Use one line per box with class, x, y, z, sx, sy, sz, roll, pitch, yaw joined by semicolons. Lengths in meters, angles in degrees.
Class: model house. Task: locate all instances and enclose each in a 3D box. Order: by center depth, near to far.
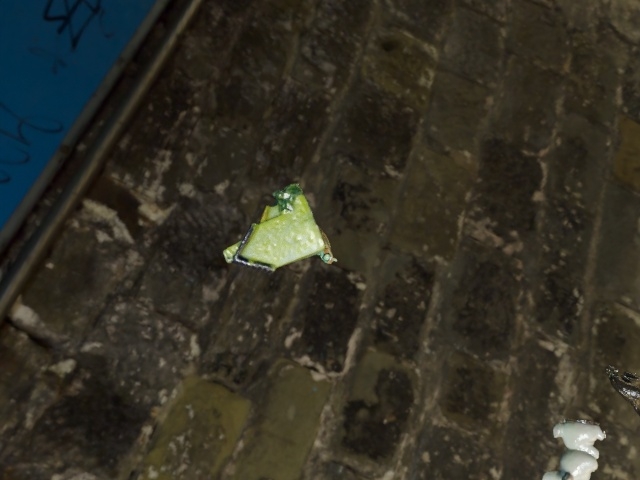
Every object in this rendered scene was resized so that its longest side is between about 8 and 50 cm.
model house;-0.122;-0.009;1.426;0.211;0.170;0.194;-24;1;-9

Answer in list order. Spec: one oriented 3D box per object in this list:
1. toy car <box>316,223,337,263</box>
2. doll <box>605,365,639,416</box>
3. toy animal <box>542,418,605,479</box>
toy car;0.000;0.000;1.530;0.035;0.122;0.059;-24;23;-12
doll;0.836;0.394;1.687;0.139;0.165;0.057;-16;-37;-47
toy animal;0.439;0.370;1.080;0.071;0.085;0.125;135;145;-74
